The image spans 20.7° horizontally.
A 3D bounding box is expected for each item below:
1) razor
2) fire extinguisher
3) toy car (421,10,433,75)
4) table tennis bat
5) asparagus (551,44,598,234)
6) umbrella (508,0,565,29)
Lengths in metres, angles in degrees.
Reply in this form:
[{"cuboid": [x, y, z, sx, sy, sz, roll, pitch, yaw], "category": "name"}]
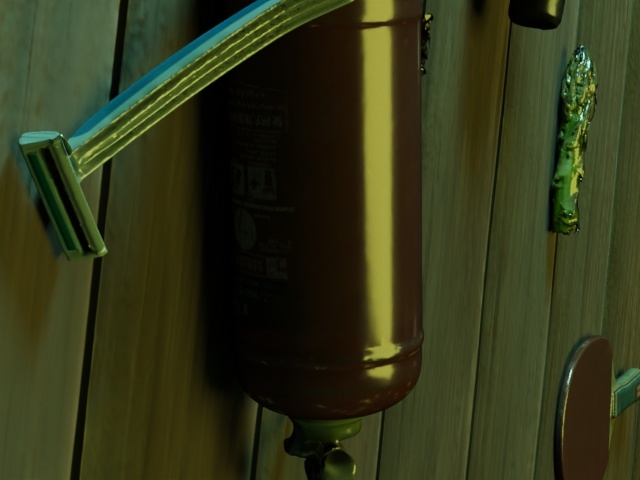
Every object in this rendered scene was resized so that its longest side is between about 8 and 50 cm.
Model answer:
[{"cuboid": [-0.057, -0.073, 0.789, 0.191, 0.037, 0.068, -42, 136, -27], "category": "razor"}, {"cuboid": [0.000, 0.000, 0.928, 0.138, 0.102, 0.343, -133, -139, -73], "category": "fire extinguisher"}, {"cuboid": [0.050, -0.134, 1.101, 0.093, 0.025, 0.041, 40, 55, -67], "category": "toy car"}, {"cuboid": [0.272, 0.163, 1.694, 0.274, 0.021, 0.154, -14, 107, -65], "category": "table tennis bat"}, {"cuboid": [0.219, -0.087, 1.509, 0.036, 0.030, 0.165, 9, 87, -43], "category": "asparagus"}, {"cuboid": [0.178, -0.288, 1.285, 0.122, 0.110, 0.272, 159, -61, -77], "category": "umbrella"}]
